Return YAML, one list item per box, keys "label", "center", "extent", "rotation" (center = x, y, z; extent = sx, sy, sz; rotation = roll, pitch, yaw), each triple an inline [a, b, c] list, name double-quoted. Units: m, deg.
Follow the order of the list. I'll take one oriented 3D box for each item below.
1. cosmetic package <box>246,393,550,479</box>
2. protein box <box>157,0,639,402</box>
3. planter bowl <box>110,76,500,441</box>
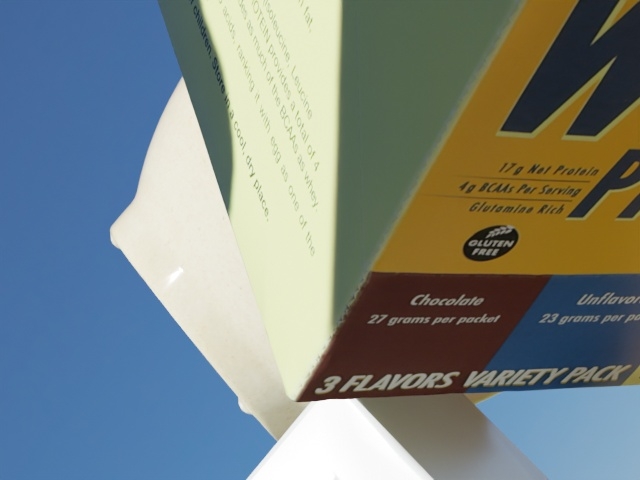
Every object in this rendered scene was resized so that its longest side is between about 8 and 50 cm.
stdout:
- label: "cosmetic package"
  center: [0.056, 0.264, 0.519]
  extent: [0.284, 0.377, 0.097]
  rotation: [-50, -25, 11]
- label: "protein box"
  center: [0.058, -0.101, 0.462]
  extent: [0.136, 0.200, 0.201]
  rotation: [-1, -38, -26]
- label: "planter bowl"
  center: [0.000, 0.000, 0.662]
  extent: [0.109, 0.162, 0.162]
  rotation: [-38, -17, -2]
